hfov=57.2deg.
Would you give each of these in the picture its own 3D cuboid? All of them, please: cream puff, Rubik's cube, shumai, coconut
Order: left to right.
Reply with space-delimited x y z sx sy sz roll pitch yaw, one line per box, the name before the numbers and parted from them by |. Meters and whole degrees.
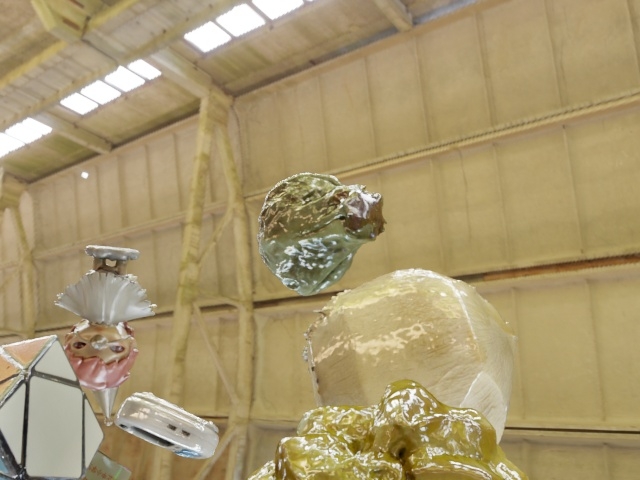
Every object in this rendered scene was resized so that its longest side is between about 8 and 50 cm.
Rubik's cube | -0.465 0.285 0.830 0.205 0.205 0.207 -13 -158 5
shumai | 0.000 0.000 1.174 0.222 0.225 0.261 33 -70 58
cream puff | 0.094 0.294 0.632 0.323 0.270 0.274 36 -99 18
coconut | 0.158 0.218 1.012 0.360 0.346 0.346 -13 -121 -5

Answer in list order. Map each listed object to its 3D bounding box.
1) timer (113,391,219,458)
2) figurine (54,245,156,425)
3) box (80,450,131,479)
timer | -0.364 0.440 1.391 0.262 0.237 0.087 -41 -158 59
figurine | -0.464 0.204 1.243 0.166 0.207 0.387 -164 -98 -74
box | -0.622 0.661 1.426 0.084 0.198 0.310 -7 -136 37
